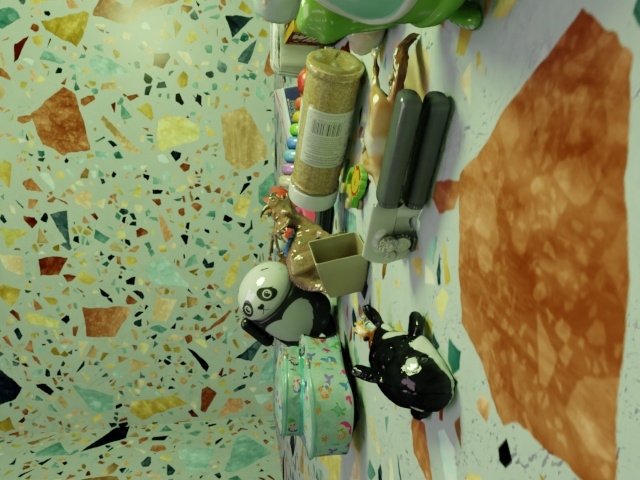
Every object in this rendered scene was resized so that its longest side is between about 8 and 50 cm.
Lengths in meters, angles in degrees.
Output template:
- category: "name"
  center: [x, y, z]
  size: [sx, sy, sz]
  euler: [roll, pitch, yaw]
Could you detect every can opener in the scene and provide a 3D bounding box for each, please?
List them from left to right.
- category: "can opener"
  center: [0.109, -0.080, 0.715]
  size: [0.093, 0.074, 0.280]
  euler: [-101, 14, -47]

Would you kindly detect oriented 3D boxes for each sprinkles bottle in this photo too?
- category: "sprinkles bottle"
  center: [0.006, -0.231, 1.127]
  size: [0.121, 0.121, 0.355]
  euler: [-101, 16, -44]

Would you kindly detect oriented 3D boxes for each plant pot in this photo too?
- category: "plant pot"
  center: [0.041, 0.055, 1.059]
  size: [0.109, 0.108, 0.096]
  euler: [-112, 11, -63]

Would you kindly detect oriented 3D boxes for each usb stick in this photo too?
- category: "usb stick"
  center: [0.000, 0.000, 1.433]
  size: [0.077, 0.045, 0.278]
  euler: [-107, 18, -55]

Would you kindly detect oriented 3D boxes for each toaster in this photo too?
- category: "toaster"
  center: [-0.070, -0.575, 1.478]
  size: [0.129, 0.146, 0.227]
  euler: [-117, 27, -66]

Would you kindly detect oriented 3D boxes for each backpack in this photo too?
- category: "backpack"
  center: [-0.010, 0.359, 1.166]
  size: [0.253, 0.191, 0.225]
  euler: [-117, 28, -58]

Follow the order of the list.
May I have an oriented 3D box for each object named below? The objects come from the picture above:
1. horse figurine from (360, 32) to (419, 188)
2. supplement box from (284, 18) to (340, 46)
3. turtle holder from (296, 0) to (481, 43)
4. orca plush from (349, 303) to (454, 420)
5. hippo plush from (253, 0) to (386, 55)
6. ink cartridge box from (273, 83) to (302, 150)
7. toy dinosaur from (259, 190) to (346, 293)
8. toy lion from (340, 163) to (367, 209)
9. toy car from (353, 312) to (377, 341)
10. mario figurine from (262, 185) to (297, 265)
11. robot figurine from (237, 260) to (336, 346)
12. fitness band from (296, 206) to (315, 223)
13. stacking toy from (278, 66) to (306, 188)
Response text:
- category: "horse figurine"
  center: [0.099, -0.179, 0.791]
  size: [0.263, 0.066, 0.175]
  euler: [97, 173, -49]
- category: "supplement box"
  center: [-0.012, -0.574, 1.197]
  size: [0.191, 0.129, 0.194]
  euler: [-131, 42, -75]
- category: "turtle holder"
  center: [0.059, -0.349, 0.529]
  size: [0.320, 0.227, 0.244]
  euler: [-125, 35, -72]
- category: "orca plush"
  center: [0.092, 0.168, 0.757]
  size: [0.287, 0.102, 0.151]
  euler: [-115, 26, -67]
- category: "hippo plush"
  center: [0.000, -0.459, 0.828]
  size: [0.234, 0.236, 0.294]
  euler: [-107, 18, -58]
- category: "ink cartridge box"
  center: [-0.078, -0.316, 1.602]
  size: [0.330, 0.071, 0.324]
  euler: [-130, 26, -72]
- category: "toy dinosaur"
  center: [-0.040, 0.033, 1.218]
  size: [0.127, 0.200, 0.296]
  euler: [102, 163, -52]
- category: "toy lion"
  center: [0.073, -0.119, 1.056]
  size: [0.100, 0.034, 0.096]
  euler: [-104, 23, -53]
- category: "toy car"
  center: [0.082, 0.156, 0.966]
  size: [0.041, 0.060, 0.122]
  euler: [-58, 21, 3]
- category: "mario figurine"
  center: [-0.176, -0.062, 2.055]
  size: [0.198, 0.170, 0.321]
  euler: [17, 121, 43]
- category: "robot figurine"
  center: [-0.084, 0.175, 1.327]
  size: [0.173, 0.278, 0.209]
  euler: [-5, 50, 55]
- category: "fitness band"
  center: [-0.046, 0.021, 1.681]
  size: [0.209, 0.054, 0.291]
  euler: [-117, 26, -68]
- category: "stacking toy"
  center: [-0.031, -0.302, 1.379]
  size: [0.141, 0.141, 0.331]
  euler: [-142, 58, -77]
